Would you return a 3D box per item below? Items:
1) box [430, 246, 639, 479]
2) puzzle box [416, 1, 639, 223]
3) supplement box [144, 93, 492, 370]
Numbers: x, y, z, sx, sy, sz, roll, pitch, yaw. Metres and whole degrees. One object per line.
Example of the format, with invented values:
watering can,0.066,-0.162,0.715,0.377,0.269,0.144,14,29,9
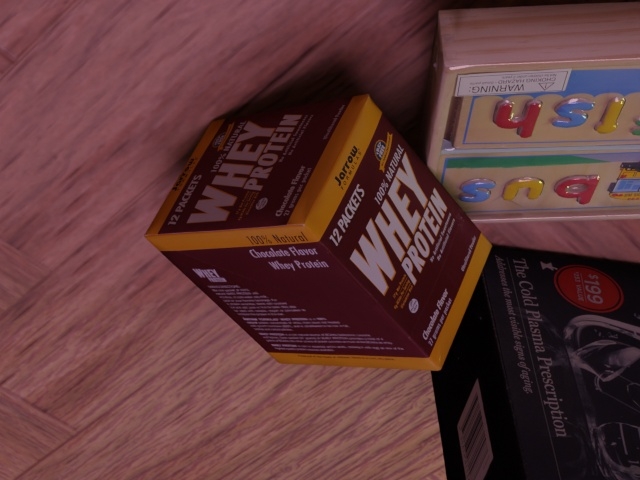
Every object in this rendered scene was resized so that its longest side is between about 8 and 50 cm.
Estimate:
box,0.287,0.191,1.076,0.312,0.343,0.179,8,129,-10
puzzle box,0.283,-0.094,0.949,0.409,0.052,0.272,-2,156,0
supplement box,0.000,0.000,0.984,0.191,0.129,0.194,-3,140,44
